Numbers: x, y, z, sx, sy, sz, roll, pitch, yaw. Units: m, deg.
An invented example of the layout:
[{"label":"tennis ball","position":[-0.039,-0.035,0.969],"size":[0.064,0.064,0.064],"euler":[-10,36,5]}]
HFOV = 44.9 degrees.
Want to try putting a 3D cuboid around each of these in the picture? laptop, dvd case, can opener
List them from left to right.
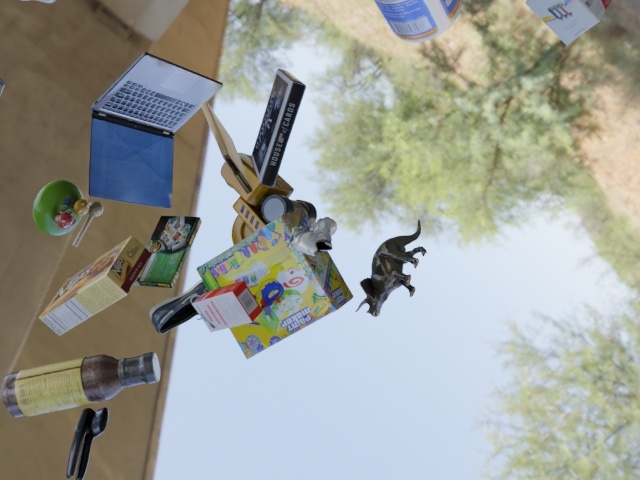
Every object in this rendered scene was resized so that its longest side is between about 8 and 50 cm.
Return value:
[{"label":"can opener","position":[-0.537,0.457,1.750],"size":[0.059,0.073,0.186],"euler":[36,-143,-22]},{"label":"laptop","position":[-0.512,-0.331,2.454],"size":[0.382,0.408,0.236],"euler":[7,-131,-61]},{"label":"dvd case","position":[-0.079,-0.206,1.376],"size":[0.029,0.179,0.239],"euler":[15,-166,-14]}]

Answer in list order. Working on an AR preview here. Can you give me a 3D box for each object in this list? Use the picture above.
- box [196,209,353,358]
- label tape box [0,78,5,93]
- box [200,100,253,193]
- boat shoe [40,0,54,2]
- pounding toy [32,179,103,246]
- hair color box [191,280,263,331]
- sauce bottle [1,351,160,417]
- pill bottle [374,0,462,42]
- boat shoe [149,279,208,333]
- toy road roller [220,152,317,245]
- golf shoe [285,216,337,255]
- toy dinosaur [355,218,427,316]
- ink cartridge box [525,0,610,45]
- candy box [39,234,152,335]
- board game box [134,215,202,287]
[{"label":"box","position":[-0.119,0.114,2.055],"size":[0.279,0.289,0.177],"euler":[61,-161,2]},{"label":"label tape box","position":[-0.909,-0.368,1.848],"size":[0.249,0.115,0.348],"euler":[50,-168,-34]},{"label":"box","position":[-0.236,-0.234,1.951],"size":[0.201,0.021,0.164],"euler":[66,-175,35]},{"label":"boat shoe","position":[-0.620,-0.536,1.663],"size":[0.100,0.035,0.035],"euler":[12,-123,6]},{"label":"pounding toy","position":[-0.791,-0.081,2.476],"size":[0.110,0.183,0.237],"euler":[20,168,32]},{"label":"hair color box","position":[-0.229,0.163,1.899],"size":[0.093,0.167,0.053],"euler":[59,-137,-14]},{"label":"sauce bottle","position":[-0.543,0.324,1.775],"size":[0.111,0.344,0.112],"euler":[-10,-90,-89]},{"label":"pill bottle","position":[0.149,-0.505,1.423],"size":[0.272,0.152,0.152],"euler":[45,-169,-51]},{"label":"boat shoe","position":[-0.353,0.177,2.166],"size":[0.079,0.254,0.095],"euler":[55,163,39]},{"label":"toy road roller","position":[-0.199,-0.094,2.433],"size":[0.329,0.241,0.202],"euler":[47,-163,23]},{"label":"golf shoe","position":[0.000,0.000,1.764],"size":[0.086,0.069,0.176],"euler":[32,-149,23]},{"label":"toy dinosaur","position":[0.203,0.066,2.202],"size":[0.160,0.314,0.121],"euler":[13,169,24]},{"label":"ink cartridge box","position":[0.690,-0.668,2.157],"size":[0.176,0.127,0.128],"euler":[43,-123,-9]},{"label":"candy box","position":[-0.633,0.128,2.180],"size":[0.087,0.316,0.183],"euler":[48,-146,-20]},{"label":"board game box","position":[-0.457,0.030,2.306],"size":[0.030,0.136,0.260],"euler":[77,-157,-47]}]
